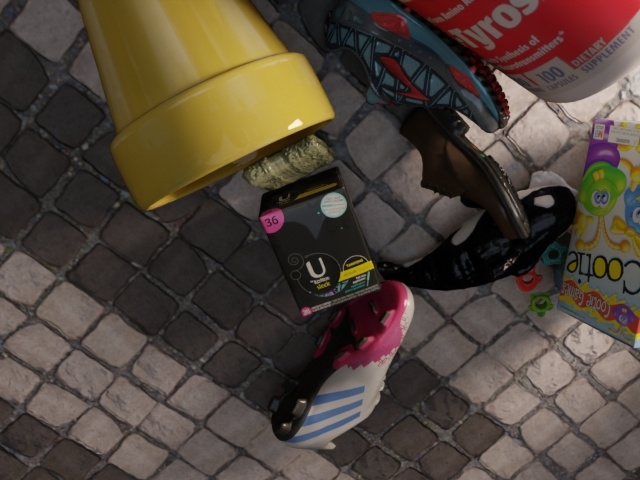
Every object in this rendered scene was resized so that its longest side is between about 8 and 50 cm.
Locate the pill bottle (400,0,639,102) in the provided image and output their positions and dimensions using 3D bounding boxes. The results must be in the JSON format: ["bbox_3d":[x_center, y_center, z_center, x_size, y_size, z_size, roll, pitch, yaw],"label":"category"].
[{"bbox_3d":[0.169,-0.338,0.630,0.408,0.229,0.229,27,109,-18],"label":"pill bottle"}]

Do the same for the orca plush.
[{"bbox_3d":[0.219,0.014,0.842,0.287,0.102,0.151,-13,112,14],"label":"orca plush"}]

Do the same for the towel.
[{"bbox_3d":[-0.037,-0.097,0.786,0.110,0.148,0.027,-26,86,8],"label":"towel"}]

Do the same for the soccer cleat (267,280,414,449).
[{"bbox_3d":[0.054,0.200,0.943,0.143,0.116,0.331,27,112,-30],"label":"soccer cleat"}]

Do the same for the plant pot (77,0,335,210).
[{"bbox_3d":[-0.145,-0.193,0.696,0.254,0.254,0.238,-25,96,7],"label":"plant pot"}]

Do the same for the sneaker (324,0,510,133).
[{"bbox_3d":[0.116,-0.211,0.756,0.262,0.104,0.125,43,119,7],"label":"sneaker"}]

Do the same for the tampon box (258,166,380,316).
[{"bbox_3d":[0.000,0.000,0.847,0.121,0.101,0.161,-20,113,5],"label":"tampon box"}]

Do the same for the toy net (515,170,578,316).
[{"bbox_3d":[0.338,0.001,0.901,0.122,0.045,0.232,-19,111,17],"label":"toy net"}]

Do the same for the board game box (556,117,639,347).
[{"bbox_3d":[0.442,-0.015,0.807,0.145,0.142,0.275,-2,107,-21],"label":"board game box"}]

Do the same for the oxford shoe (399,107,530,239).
[{"bbox_3d":[0.190,-0.083,0.808,0.096,0.083,0.227,-41,75,21],"label":"oxford shoe"}]
